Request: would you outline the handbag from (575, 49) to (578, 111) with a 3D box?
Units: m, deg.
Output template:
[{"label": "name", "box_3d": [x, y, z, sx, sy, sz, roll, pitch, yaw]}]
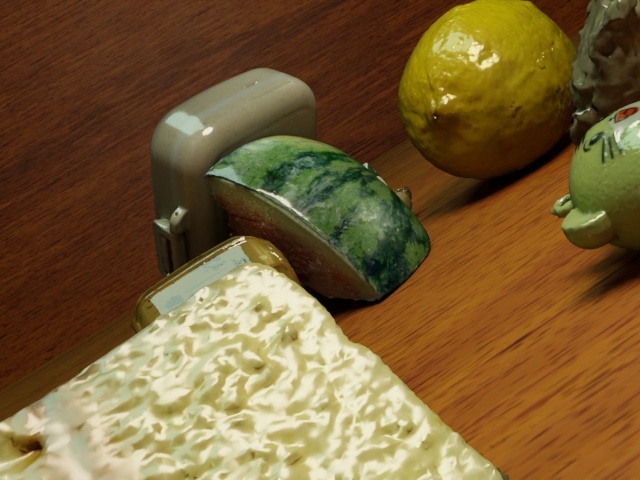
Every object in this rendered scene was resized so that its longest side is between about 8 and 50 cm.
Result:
[{"label": "handbag", "box_3d": [0.429, -0.255, 1.380, 0.270, 0.089, 0.175, -33, 16, -15]}]

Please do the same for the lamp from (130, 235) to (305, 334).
[{"label": "lamp", "box_3d": [-0.112, 0.090, 0.929, 0.185, 0.161, 0.161, -34, 7, -14]}]

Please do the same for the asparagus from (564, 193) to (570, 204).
[{"label": "asparagus", "box_3d": [0.295, -0.068, 0.857, 0.114, 0.014, 0.015, -34, 24, -23]}]

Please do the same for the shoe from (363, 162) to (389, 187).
[{"label": "shoe", "box_3d": [0.017, -0.045, 1.502, 0.265, 0.110, 0.095, -31, 7, -20]}]

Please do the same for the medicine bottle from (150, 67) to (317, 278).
[{"label": "medicine bottle", "box_3d": [-0.114, -0.044, 1.155, 0.123, 0.375, 0.282, 28, 45, 28]}]

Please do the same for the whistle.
[{"label": "whistle", "box_3d": [0.283, -0.071, 0.547, 0.288, 0.106, 0.131, -26, 15, 38]}]

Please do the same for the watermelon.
[{"label": "watermelon", "box_3d": [0.000, 0.000, 1.037, 0.213, 0.261, 0.201, -32, -27, -47]}]

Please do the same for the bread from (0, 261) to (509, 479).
[{"label": "bread", "box_3d": [-0.081, 0.207, 0.497, 0.345, 0.242, 0.405, -38, -24, -22]}]

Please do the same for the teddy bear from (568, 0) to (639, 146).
[{"label": "teddy bear", "box_3d": [0.416, -0.265, 0.969, 0.368, 0.224, 0.357, -67, -24, -14]}]

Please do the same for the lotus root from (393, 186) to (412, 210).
[{"label": "lotus root", "box_3d": [0.093, -0.035, 1.296, 0.150, 0.062, 0.073, -36, 31, -26]}]

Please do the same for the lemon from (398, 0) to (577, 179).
[{"label": "lemon", "box_3d": [0.241, -0.215, 1.163, 0.260, 0.261, 0.284, -28, 1, 21]}]
